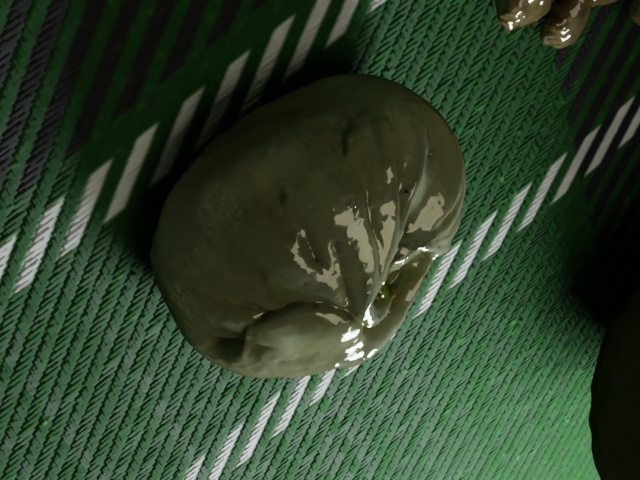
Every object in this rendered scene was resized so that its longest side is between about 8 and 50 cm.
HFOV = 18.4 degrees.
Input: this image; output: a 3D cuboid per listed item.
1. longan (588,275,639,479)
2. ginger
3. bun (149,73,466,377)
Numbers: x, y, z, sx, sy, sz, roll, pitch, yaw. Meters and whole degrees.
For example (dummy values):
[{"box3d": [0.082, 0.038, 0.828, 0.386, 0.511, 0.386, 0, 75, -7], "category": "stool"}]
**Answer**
[{"box3d": [0.476, 0.144, 1.921, 0.436, 0.404, 0.404, -29, 150, 15], "category": "longan"}, {"box3d": [0.219, -0.206, 1.574, 0.149, 0.065, 0.258, -40, 155, 13], "category": "ginger"}, {"box3d": [0.000, 0.000, 1.453, 0.259, 0.160, 0.259, -27, 142, -23], "category": "bun"}]
